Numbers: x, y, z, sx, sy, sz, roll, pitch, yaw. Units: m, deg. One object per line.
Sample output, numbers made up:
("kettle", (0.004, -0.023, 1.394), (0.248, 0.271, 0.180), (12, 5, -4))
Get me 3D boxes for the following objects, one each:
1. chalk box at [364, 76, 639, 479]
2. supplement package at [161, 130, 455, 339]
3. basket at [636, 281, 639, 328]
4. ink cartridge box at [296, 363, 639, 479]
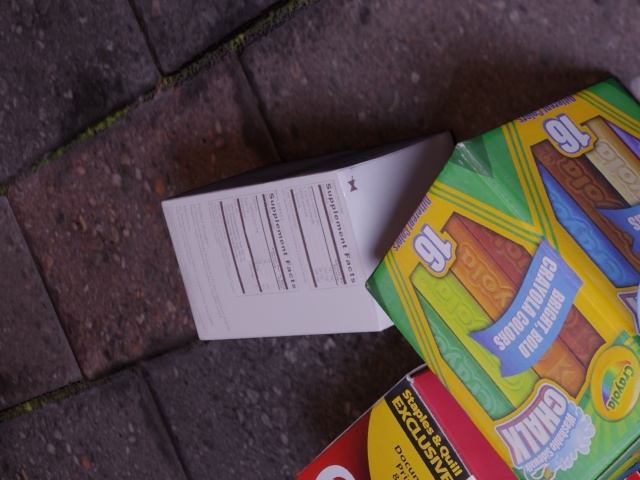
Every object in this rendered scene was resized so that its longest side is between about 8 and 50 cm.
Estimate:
("chalk box", (0.206, 0.062, 1.118), (0.289, 0.179, 0.180), (51, 140, 19))
("supplement package", (0.000, 0.000, 1.357), (0.244, 0.139, 0.134), (-7, 101, 51))
("basket", (0.340, 0.112, 0.928), (0.289, 0.201, 0.255), (-6, 106, 21))
("ink cartridge box", (0.162, 0.243, 1.298), (0.309, 0.130, 0.272), (56, 139, 14))
